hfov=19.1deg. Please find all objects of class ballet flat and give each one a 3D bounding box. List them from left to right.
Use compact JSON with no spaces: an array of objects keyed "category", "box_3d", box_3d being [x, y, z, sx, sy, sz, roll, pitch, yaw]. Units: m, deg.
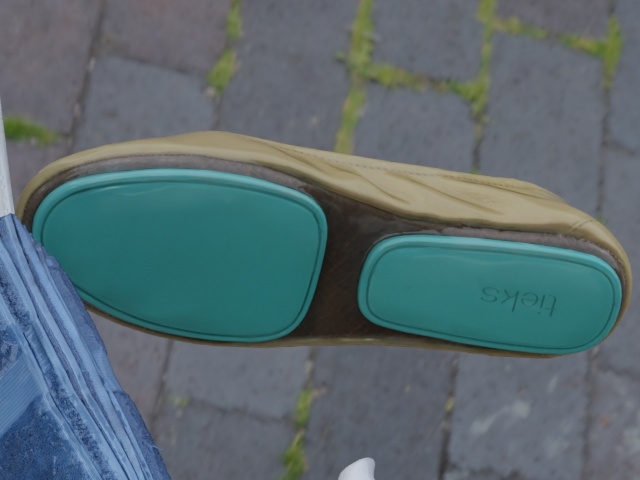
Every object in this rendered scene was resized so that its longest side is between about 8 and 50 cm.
[{"category":"ballet flat","box_3d":[0.000,0.000,0.697,0.232,0.080,0.073,11,27,-19]}]

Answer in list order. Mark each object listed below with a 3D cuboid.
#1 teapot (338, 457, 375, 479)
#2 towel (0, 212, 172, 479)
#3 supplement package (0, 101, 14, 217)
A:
[{"category":"teapot","box_3d":[0.022,0.302,1.308,0.187,0.256,0.252,37,88,-6]},{"category":"towel","box_3d":[-0.077,0.056,0.492,0.029,0.067,0.119,20,31,-51]},{"category":"supplement package","box_3d":[-0.218,0.006,0.641,0.145,0.262,0.204,-11,99,-33]}]
